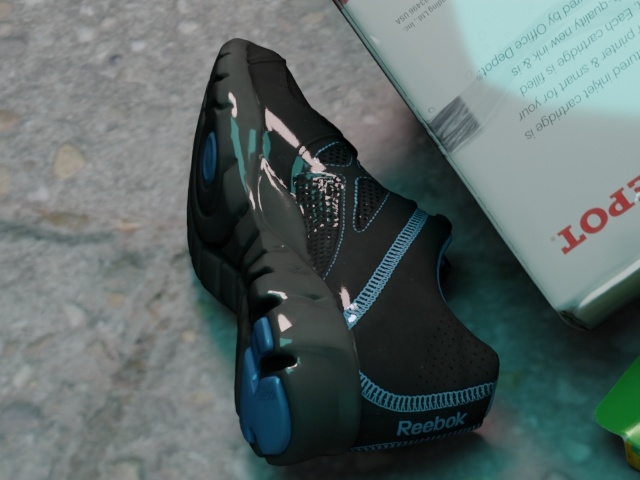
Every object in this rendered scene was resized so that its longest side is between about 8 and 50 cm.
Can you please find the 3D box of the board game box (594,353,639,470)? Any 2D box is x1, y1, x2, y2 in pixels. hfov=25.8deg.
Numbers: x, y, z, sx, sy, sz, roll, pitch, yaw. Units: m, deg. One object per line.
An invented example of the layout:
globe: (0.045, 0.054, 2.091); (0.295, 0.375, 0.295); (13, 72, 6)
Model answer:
board game box: (0.278, 0.113, 0.707); (0.259, 0.039, 0.124); (30, 64, 32)

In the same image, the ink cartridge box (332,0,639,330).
ink cartridge box: (0.147, -0.118, 0.796); (0.207, 0.117, 0.283); (-36, 72, 9)

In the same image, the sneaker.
sneaker: (0.000, 0.000, 0.860); (0.139, 0.125, 0.341); (0, 43, -17)
